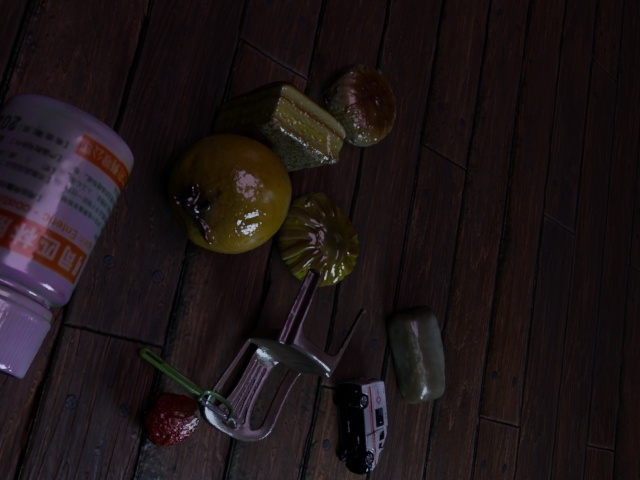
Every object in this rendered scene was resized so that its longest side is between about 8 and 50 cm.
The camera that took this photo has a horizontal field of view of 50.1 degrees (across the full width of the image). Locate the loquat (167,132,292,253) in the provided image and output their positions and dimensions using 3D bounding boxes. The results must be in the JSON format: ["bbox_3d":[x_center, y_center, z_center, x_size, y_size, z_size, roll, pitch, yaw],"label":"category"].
[{"bbox_3d":[-0.173,-0.086,1.279,0.244,0.244,0.244,4,84,-41],"label":"loquat"}]

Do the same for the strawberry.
[{"bbox_3d":[-0.268,0.325,1.243,0.106,0.106,0.106,4,84,-41],"label":"strawberry"}]

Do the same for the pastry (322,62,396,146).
[{"bbox_3d":[0.102,-0.322,1.622,0.182,0.093,0.192,-50,117,-35],"label":"pastry"}]

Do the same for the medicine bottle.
[{"bbox_3d":[-0.455,-0.008,1.030,0.219,0.219,0.388,35,65,-33],"label":"medicine bottle"}]

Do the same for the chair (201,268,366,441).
[{"bbox_3d":[-0.077,0.239,1.362,0.175,0.183,0.326,40,61,-31],"label":"chair"}]

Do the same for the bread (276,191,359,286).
[{"bbox_3d":[0.000,0.000,1.502,0.213,0.105,0.213,1,89,-40],"label":"bread"}]

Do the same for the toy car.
[{"bbox_3d":[0.100,0.419,1.561,0.108,0.089,0.209,1,82,-46],"label":"toy car"}]

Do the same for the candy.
[{"bbox_3d":[0.237,0.280,1.682,0.104,0.102,0.234,-17,96,-41],"label":"candy"}]

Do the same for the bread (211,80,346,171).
[{"bbox_3d":[-0.086,-0.220,1.357,0.184,0.234,0.110,30,69,-36],"label":"bread"}]

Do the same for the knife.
[{"bbox_3d":[-0.247,0.259,1.273,0.212,0.015,0.054,37,24,-6],"label":"knife"}]
